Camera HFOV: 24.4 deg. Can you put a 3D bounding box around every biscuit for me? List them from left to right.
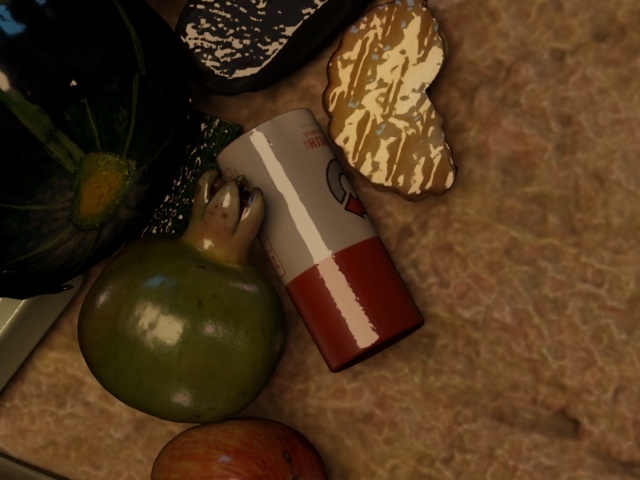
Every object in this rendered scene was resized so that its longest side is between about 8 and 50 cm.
[{"bbox_3d":[0.061,-0.122,1.294,0.118,0.061,0.183,-6,84,16],"label":"biscuit"}]

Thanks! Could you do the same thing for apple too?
[{"bbox_3d":[-0.073,0.219,1.270,0.131,0.146,0.146,0,87,41],"label":"apple"}]

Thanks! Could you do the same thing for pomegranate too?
[{"bbox_3d":[-0.107,0.057,1.237,0.179,0.179,0.210,38,131,13],"label":"pomegranate"}]

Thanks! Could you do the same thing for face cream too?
[{"bbox_3d":[0.000,0.000,1.285,0.096,0.096,0.214,-30,81,11],"label":"face cream"}]

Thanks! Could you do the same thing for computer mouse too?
[{"bbox_3d":[-0.035,-0.216,1.315,0.217,0.073,0.122,-45,80,2],"label":"computer mouse"}]

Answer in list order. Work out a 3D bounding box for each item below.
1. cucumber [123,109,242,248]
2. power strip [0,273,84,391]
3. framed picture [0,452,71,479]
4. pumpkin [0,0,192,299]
[{"bbox_3d":[-0.133,-0.031,1.344,0.058,0.058,0.187,28,97,14],"label":"cucumber"},{"bbox_3d":[-0.355,0.133,1.380,0.091,0.062,0.385,42,98,29],"label":"power strip"},{"bbox_3d":[-0.255,0.446,1.367,0.326,0.028,0.446,19,92,15],"label":"framed picture"},{"bbox_3d":[-0.260,-0.107,1.239,0.296,0.296,0.296,-1,87,14],"label":"pumpkin"}]
